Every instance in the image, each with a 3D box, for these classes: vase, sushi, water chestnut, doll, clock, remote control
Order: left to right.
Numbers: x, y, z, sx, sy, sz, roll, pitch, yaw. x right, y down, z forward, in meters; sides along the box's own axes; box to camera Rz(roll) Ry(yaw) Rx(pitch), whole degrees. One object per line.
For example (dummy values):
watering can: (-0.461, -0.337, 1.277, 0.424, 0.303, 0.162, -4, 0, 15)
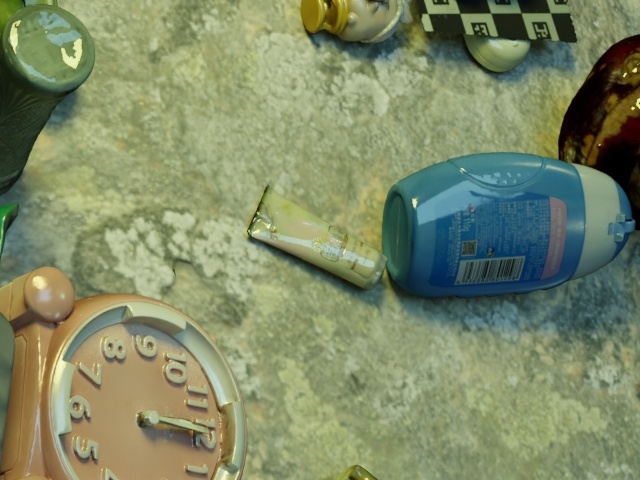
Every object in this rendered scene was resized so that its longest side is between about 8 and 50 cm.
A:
vase: (-0.258, -0.116, 1.260, 0.096, 0.219, 0.096, 11, 66, -26)
clock: (-0.173, 0.159, 1.261, 0.241, 0.142, 0.227, 16, 63, -36)
doll: (0.049, -0.247, 1.579, 0.127, 0.084, 0.073, -8, 76, -25)
remote control: (0.176, -0.294, 1.699, 0.078, 0.042, 0.221, -11, 77, -33)
sushi: (0.194, -0.319, 1.664, 0.215, 0.050, 0.192, 0, 70, -31)
water chestnut: (0.374, -0.108, 1.631, 0.223, 0.224, 0.238, 16, 32, -25)

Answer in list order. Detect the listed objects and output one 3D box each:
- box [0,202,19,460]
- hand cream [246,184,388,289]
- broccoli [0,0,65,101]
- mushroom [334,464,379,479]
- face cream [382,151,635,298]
box: (-0.324, 0.157, 1.127, 0.106, 0.264, 0.337, 35, 51, -52)
hand cream: (0.000, 0.000, 1.481, 0.143, 0.039, 0.061, 28, 61, -13)
broccoli: (-0.299, -0.265, 1.368, 0.165, 0.145, 0.304, -33, 100, -46)
mushroom: (0.136, 0.338, 1.386, 0.333, 0.107, 0.087, 43, 96, -10)
face cream: (0.197, -0.016, 1.536, 0.263, 0.083, 0.149, -3, 108, -20)
